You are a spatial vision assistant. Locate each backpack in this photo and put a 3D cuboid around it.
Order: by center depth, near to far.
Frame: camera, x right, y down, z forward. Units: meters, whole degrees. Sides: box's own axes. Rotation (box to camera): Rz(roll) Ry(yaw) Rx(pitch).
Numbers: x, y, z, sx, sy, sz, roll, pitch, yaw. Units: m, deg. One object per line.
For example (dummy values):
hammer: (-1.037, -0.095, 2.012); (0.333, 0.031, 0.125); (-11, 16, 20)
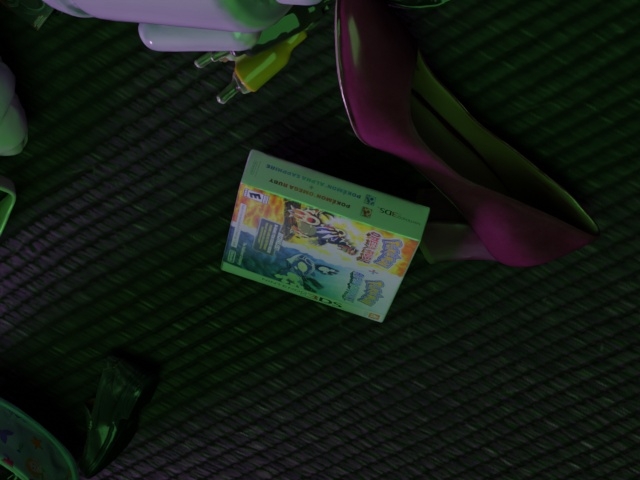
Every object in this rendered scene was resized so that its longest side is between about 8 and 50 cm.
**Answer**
backpack: (-0.404, 0.286, 1.874); (0.253, 0.191, 0.225); (-34, 113, 32)

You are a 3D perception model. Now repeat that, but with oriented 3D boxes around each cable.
cable: (-0.004, -0.246, 1.598); (0.287, 0.072, 0.139); (-23, 105, 7)

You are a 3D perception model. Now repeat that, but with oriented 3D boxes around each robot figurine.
robot figurine: (-0.141, -0.292, 1.464); (0.353, 0.200, 0.300); (9, 132, 25)

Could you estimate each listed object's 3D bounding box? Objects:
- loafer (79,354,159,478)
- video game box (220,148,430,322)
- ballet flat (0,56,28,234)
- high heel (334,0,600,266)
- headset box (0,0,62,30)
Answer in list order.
loafer: (-0.243, 0.202, 1.886); (0.061, 0.062, 0.170); (36, 118, 12)
video game box: (0.000, 0.000, 1.674); (0.187, 0.048, 0.205); (16, 152, -1)
ballet flat: (-0.373, -0.088, 1.703); (0.139, 0.139, 0.400); (21, 125, -4)
high heel: (0.142, -0.115, 1.576); (0.181, 0.127, 0.377); (-6, 141, 22)
headset box: (-0.288, -0.255, 1.632); (0.083, 0.032, 0.062); (38, 118, -12)
